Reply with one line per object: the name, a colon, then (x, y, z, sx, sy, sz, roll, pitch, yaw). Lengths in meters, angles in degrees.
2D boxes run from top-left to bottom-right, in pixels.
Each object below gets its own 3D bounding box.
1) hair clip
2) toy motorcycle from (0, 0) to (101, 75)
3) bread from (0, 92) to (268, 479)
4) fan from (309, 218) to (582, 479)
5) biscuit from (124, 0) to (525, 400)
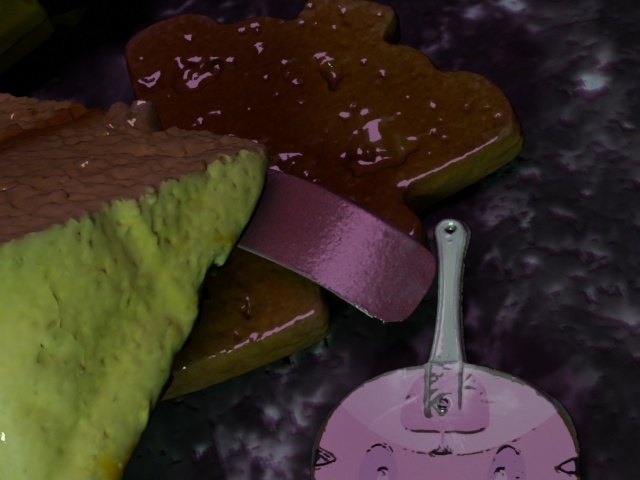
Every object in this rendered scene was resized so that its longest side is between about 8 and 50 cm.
hair clip: (-0.001, -0.001, 0.757, 0.137, 0.022, 0.054, 27, 70, 26)
toy motorcycle: (-0.288, -0.155, 0.937, 0.342, 0.142, 0.206, -42, 72, -12)
bread: (-0.177, 0.022, 0.768, 0.263, 0.198, 0.236, 12, 33, 33)
fan: (0.067, 0.087, 0.712, 0.152, 0.008, 0.227, -2, 62, 16)
biscuit: (-0.041, -0.031, 0.827, 0.278, 0.043, 0.301, 20, 64, 25)
